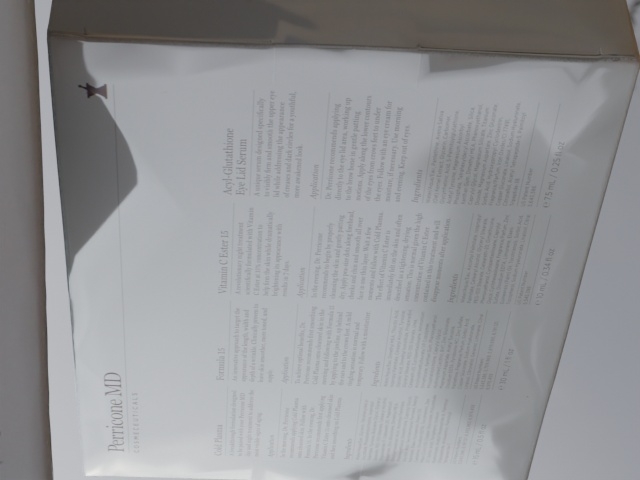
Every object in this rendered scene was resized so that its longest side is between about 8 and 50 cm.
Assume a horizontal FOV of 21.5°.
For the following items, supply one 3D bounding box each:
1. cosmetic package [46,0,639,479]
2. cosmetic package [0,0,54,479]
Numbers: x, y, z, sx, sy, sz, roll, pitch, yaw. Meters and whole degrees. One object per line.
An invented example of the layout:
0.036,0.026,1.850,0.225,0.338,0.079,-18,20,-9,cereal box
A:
0.000,0.000,0.958,0.377,0.285,0.097,96,173,-48,cosmetic package
-0.324,-0.081,0.817,0.327,0.330,0.393,-122,30,-51,cosmetic package
